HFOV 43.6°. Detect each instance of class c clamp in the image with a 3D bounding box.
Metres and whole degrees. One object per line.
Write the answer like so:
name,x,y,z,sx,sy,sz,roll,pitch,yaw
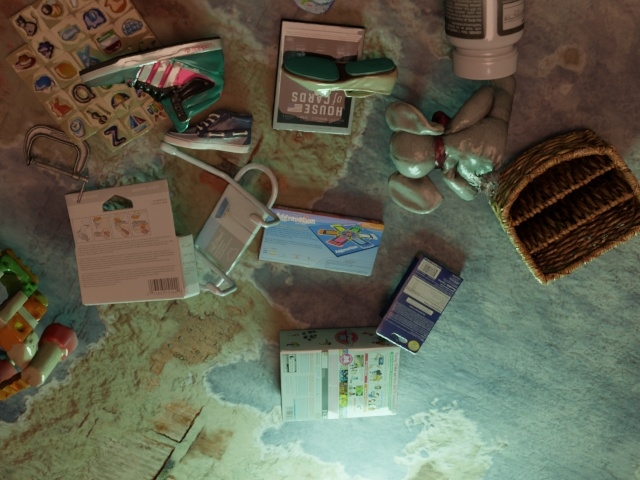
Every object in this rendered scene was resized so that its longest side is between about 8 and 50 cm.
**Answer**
c clamp,-0.579,-0.174,1.756,0.161,0.022,0.137,25,98,-15

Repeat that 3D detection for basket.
basket,0.552,-0.090,1.801,0.299,0.223,0.213,-30,124,11

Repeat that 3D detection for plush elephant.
plush elephant,0.262,-0.203,1.717,0.255,0.330,0.271,12,125,9

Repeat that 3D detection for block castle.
block castle,-0.803,0.155,1.822,0.303,0.213,0.453,-28,111,22

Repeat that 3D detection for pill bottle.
pill bottle,0.331,-0.483,1.620,0.161,0.161,0.283,-7,118,-2

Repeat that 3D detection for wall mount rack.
wall mount rack,-0.267,-0.051,1.816,0.304,0.130,0.350,39,110,13

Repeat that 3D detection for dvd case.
dvd case,-0.007,-0.351,1.731,0.179,0.029,0.238,3,116,-7

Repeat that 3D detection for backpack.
backpack,-0.006,-0.517,1.613,0.105,0.084,0.114,29,114,-16

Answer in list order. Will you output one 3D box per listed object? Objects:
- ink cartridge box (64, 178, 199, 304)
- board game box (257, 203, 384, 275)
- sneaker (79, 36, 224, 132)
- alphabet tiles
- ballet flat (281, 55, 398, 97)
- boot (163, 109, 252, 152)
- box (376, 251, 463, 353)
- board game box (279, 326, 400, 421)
ink cartridge box,-0.423,0.007,1.791,0.296,0.066,0.261,-5,95,27
board game box,0.000,0.000,1.916,0.281,0.027,0.145,9,118,-10
sneaker,-0.334,-0.308,1.659,0.296,0.124,0.178,-13,107,-3
alphabet tiles,-0.472,-0.364,1.682,0.285,0.011,0.342,-31,116,8
ballet flat,0.040,-0.337,1.686,0.249,0.086,0.086,0,117,-6
boot,-0.244,-0.246,1.749,0.190,0.069,0.086,4,109,-15
box,0.240,0.157,1.983,0.136,0.036,0.225,31,92,-20
board game box,0.047,0.343,2.061,0.303,0.097,0.224,-1,118,-4
